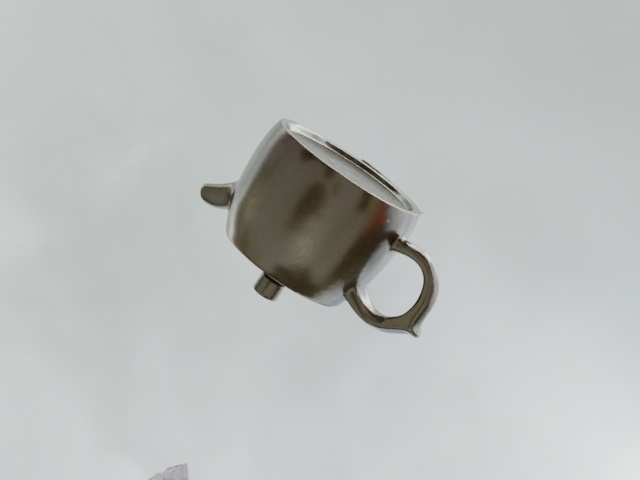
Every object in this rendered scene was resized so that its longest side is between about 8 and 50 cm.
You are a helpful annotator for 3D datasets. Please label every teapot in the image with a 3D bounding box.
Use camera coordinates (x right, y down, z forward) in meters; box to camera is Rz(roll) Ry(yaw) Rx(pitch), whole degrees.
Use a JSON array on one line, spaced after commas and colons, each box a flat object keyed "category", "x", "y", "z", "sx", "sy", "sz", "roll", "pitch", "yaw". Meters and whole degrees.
[{"category": "teapot", "x": 0.000, "y": 0.000, "z": 0.723, "sx": 0.121, "sy": 0.076, "sz": 0.068, "roll": 38, "pitch": -79, "yaw": 20}]

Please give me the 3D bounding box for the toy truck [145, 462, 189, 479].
[{"category": "toy truck", "x": -0.046, "y": 0.244, "z": 0.708, "sx": 0.124, "sy": 0.155, "sz": 0.268, "roll": -23, "pitch": -77, "yaw": -1}]
